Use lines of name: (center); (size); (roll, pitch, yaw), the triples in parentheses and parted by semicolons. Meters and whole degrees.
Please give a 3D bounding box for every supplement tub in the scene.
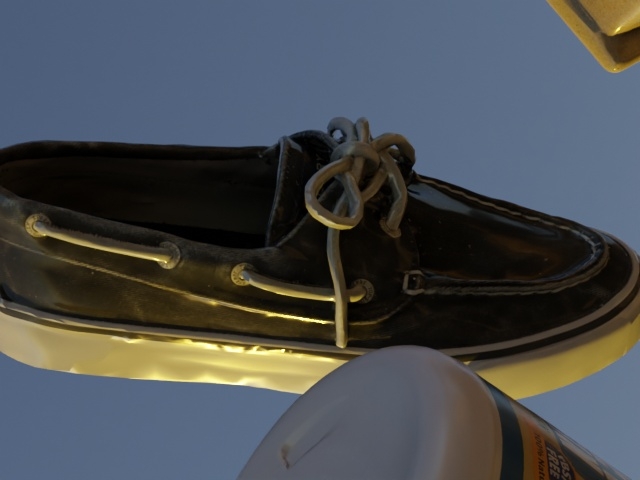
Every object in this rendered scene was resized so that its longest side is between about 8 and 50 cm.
supplement tub: (0.069, 0.143, 0.689); (0.200, 0.144, 0.144); (35, -111, -25)

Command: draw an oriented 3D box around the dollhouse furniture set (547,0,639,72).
dollhouse furniture set: (0.192, -0.190, 0.834); (0.259, 0.262, 0.135); (-30, -97, -33)

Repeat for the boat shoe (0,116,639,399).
boat shoe: (0.000, -0.003, 0.855); (0.113, 0.306, 0.105); (-83, -2, -53)
